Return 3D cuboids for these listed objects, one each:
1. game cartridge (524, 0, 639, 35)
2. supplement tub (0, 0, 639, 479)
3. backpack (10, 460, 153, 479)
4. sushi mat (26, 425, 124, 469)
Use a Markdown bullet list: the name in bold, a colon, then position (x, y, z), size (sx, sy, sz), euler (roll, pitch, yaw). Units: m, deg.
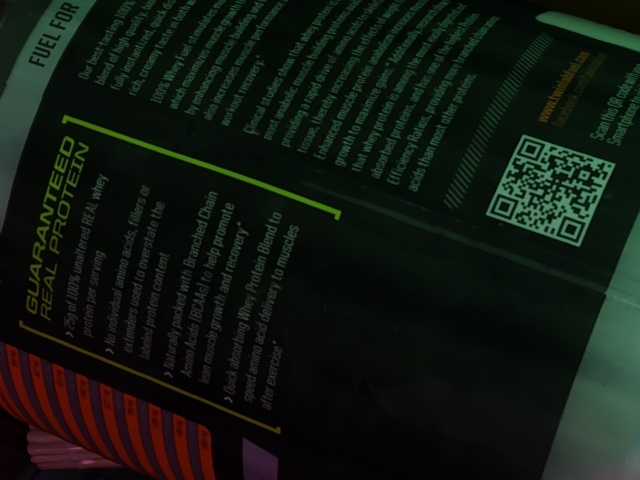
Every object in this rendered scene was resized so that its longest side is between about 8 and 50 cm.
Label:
- **game cartridge**: position (0.140, -0.219, 0.463), size (0.285, 0.053, 0.323), euler (40, 126, -17)
- **supplement tub**: position (0.000, 0.000, 0.537), size (0.338, 0.207, 0.207), euler (20, 130, 19)
- **backpack**: position (-0.070, 0.213, 0.734), size (0.253, 0.225, 0.191), euler (33, 124, 1)
- **sushi mat**: position (0.008, 0.030, 0.664), size (0.316, 0.019, 0.151), euler (-3, 95, 16)
